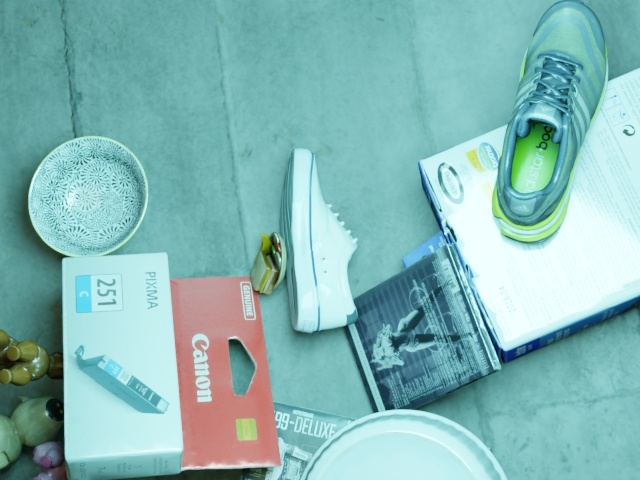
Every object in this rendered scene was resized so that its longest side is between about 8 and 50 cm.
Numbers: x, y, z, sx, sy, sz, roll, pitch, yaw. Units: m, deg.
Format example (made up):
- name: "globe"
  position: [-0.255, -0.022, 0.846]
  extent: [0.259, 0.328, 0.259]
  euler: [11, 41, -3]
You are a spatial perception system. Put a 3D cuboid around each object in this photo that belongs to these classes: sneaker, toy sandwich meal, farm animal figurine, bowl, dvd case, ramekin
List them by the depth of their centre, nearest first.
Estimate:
- name: "ramekin"
  position: [0.095, 0.330, 1.388]
  extent: [0.272, 0.127, 0.273]
  euler: [-1, 78, 7]
- name: "sneaker"
  position: [0.275, -0.150, 1.391]
  extent: [0.111, 0.121, 0.300]
  euler: [10, 79, 12]
- name: "dvd case"
  position: [0.119, 0.122, 1.491]
  extent: [0.221, 0.018, 0.165]
  euler: [-34, 71, 44]
- name: "farm animal figurine"
  position: [-0.411, 0.285, 1.544]
  extent: [0.326, 0.172, 0.330]
  euler: [-12, 84, 18]
- name: "sneaker"
  position: [0.000, 0.000, 1.573]
  extent: [0.091, 0.094, 0.258]
  euler: [1, 71, -14]
- name: "toy sandwich meal"
  position: [-0.071, 0.029, 1.582]
  extent: [0.029, 0.085, 0.086]
  euler: [3, 77, -21]
- name: "bowl"
  position: [-0.309, -0.052, 1.630]
  extent: [0.170, 0.080, 0.170]
  euler: [-2, 79, 8]

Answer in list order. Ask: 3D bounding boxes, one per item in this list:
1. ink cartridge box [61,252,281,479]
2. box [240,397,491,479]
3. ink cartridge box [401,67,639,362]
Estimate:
- name: "ink cartridge box"
  position: [-0.191, 0.149, 1.484]
  extent: [0.261, 0.066, 0.296]
  euler: [-2, 53, -11]
- name: "box"
  position: [0.044, 0.350, 1.496]
  extent: [0.307, 0.076, 0.243]
  euler: [10, 80, 10]
- name: "ink cartridge box"
  position: [0.298, -0.021, 1.495]
  extent: [0.395, 0.151, 0.270]
  euler: [-23, 74, 2]
